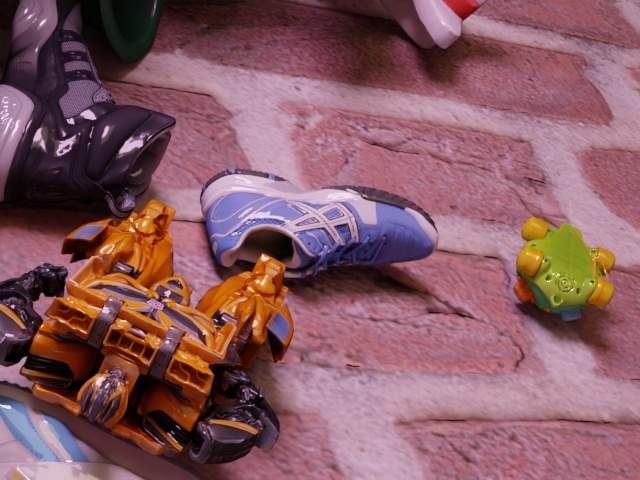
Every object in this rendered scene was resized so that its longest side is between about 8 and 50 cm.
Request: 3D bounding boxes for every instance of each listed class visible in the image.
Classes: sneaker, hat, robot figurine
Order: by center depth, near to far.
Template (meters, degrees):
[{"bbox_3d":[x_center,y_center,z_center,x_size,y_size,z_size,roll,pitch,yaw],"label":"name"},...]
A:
[{"bbox_3d":[-0.173,0.158,0.750,0.228,0.087,0.092,21,39,-4],"label":"sneaker"},{"bbox_3d":[-0.111,0.053,0.846,0.211,0.085,0.291,26,13,-1],"label":"robot figurine"},{"bbox_3d":[-0.202,-0.119,1.057,0.153,0.101,0.269,17,44,-14],"label":"sneaker"},{"bbox_3d":[0.000,0.000,1.060,0.211,0.080,0.081,6,47,-11],"label":"sneaker"},{"bbox_3d":[-0.260,-0.264,1.201,0.183,0.173,0.208,6,-4,9],"label":"hat"}]

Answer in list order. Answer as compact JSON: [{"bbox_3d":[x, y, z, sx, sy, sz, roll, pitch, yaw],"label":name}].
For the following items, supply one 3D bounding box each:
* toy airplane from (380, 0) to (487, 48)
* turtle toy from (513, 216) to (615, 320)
[{"bbox_3d":[0.058,-0.395,1.390,0.384,0.272,0.386,3,34,-43],"label":"toy airplane"},{"bbox_3d":[0.223,0.026,1.161,0.095,0.066,0.130,25,36,-2],"label":"turtle toy"}]
